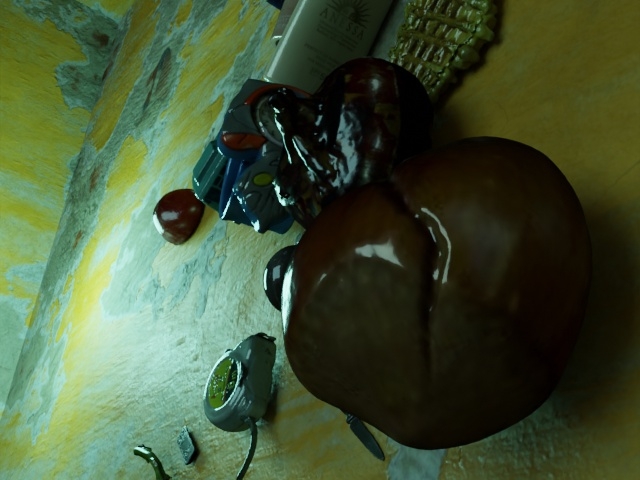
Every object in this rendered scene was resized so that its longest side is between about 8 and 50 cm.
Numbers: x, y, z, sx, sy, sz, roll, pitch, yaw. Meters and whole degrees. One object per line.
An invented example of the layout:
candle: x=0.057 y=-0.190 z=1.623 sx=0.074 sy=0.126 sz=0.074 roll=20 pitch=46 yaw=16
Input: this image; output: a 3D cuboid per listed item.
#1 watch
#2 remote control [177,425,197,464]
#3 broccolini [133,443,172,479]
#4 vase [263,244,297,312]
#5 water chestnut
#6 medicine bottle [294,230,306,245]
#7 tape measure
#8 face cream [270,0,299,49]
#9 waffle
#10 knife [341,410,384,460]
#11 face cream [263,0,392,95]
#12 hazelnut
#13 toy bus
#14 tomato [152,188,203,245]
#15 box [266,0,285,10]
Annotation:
watch: x=-0.094 y=-0.114 z=1.586 sx=0.274 sy=0.241 sz=0.305 roll=129 pitch=155 yaw=-59
remote control: x=-0.259 y=0.400 z=1.656 sx=0.039 sy=0.014 sz=0.096 roll=-62 pitch=27 yaw=7
broccolini: x=-0.330 y=0.503 z=1.648 sx=0.123 sy=0.062 sz=0.271 roll=-47 pitch=36 yaw=3
vase: x=-0.009 y=0.068 z=1.396 sx=0.183 sy=0.120 sz=0.120 roll=2 pitch=70 yaw=44
water chestnut: x=0.035 y=-0.142 z=1.292 sx=0.300 sy=0.300 sz=0.300 roll=-39 pitch=38 yaw=40
medicine bottle: x=0.000 y=0.000 z=1.474 sx=0.089 sy=0.057 sz=0.057 roll=-27 pitch=47 yaw=49
tape measure: x=-0.147 y=0.328 z=1.442 sx=0.164 sy=0.084 sz=0.330 roll=-34 pitch=40 yaw=48
face cream: x=-0.017 y=-0.427 z=1.730 sx=0.149 sy=0.149 sz=0.104 roll=7 pitch=76 yaw=61
waffle: x=0.198 y=-0.346 z=1.407 sx=0.291 sy=0.051 sz=0.291 roll=-41 pitch=36 yaw=39
knife: x=0.053 y=0.268 z=1.229 sx=0.023 sy=0.010 sz=0.170 roll=-61 pitch=30 yaw=8
face cream: x=0.037 y=-0.425 z=1.615 sx=0.348 sy=0.173 sz=0.081 roll=-63 pitch=28 yaw=3
hazelnut: x=0.129 y=0.048 z=0.951 sx=0.372 sy=0.315 sz=0.372 roll=-23 pitch=37 yaw=19
toy bus: x=-0.164 y=-0.177 z=1.797 sx=0.256 sy=0.147 sz=0.128 roll=-55 pitch=28 yaw=18
tomato: x=-0.363 y=-0.069 z=2.111 sx=0.159 sy=0.091 sz=0.139 roll=-25 pitch=50 yaw=48
box: x=-0.050 y=-0.543 z=1.784 sx=0.152 sy=0.237 sz=0.070 roll=-17 pitch=50 yaw=54
